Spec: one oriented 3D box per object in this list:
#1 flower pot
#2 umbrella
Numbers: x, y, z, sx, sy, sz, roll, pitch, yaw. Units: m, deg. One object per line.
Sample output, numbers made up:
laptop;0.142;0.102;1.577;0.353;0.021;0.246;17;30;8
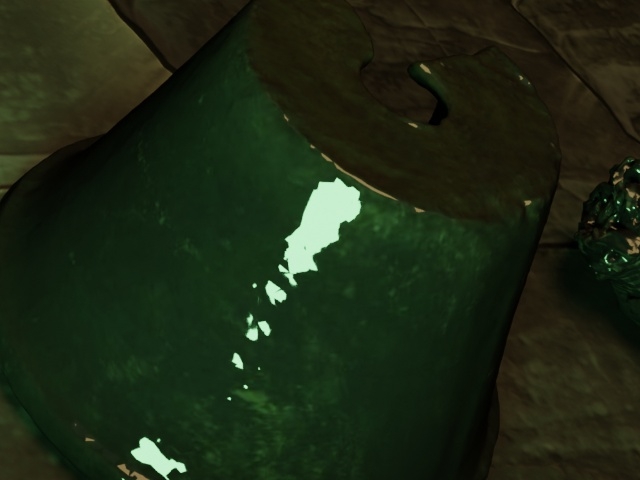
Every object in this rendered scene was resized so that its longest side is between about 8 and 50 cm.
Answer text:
flower pot;0.000;0.000;1.219;0.379;0.251;0.379;21;39;-18
umbrella;0.358;0.055;1.522;0.336;0.128;0.154;35;35;-2
